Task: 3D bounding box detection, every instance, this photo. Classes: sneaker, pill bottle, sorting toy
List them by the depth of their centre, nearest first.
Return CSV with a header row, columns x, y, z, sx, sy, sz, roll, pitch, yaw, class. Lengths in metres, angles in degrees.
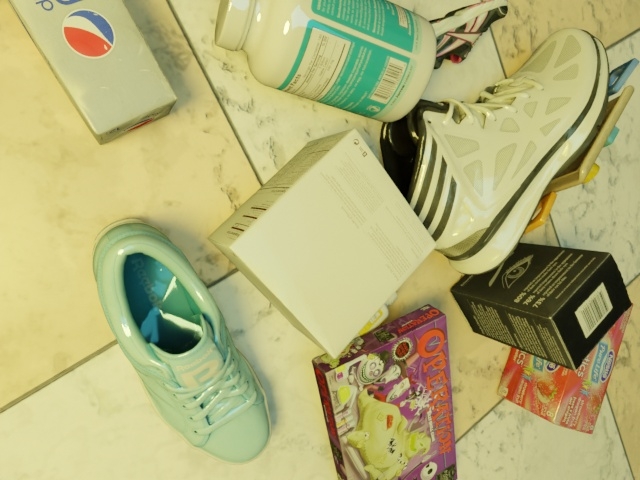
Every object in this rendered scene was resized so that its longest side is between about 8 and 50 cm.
x,y,z,sx,sy,sz,roll,pitch,yaw,class
-0.159,0.148,0.512,0.135,0.150,0.366,-34,107,-17,sneaker
0.005,-0.255,0.552,0.264,0.146,0.146,10,91,-25,pill bottle
0.063,0.112,0.656,0.116,0.065,0.065,-43,110,-15,pill bottle
0.260,-0.192,0.660,0.257,0.169,0.448,33,84,-25,sneaker
0.226,-0.332,0.697,0.178,0.072,0.077,-26,117,-12,sneaker
0.434,-0.142,0.734,0.047,0.196,0.348,34,80,1,sorting toy

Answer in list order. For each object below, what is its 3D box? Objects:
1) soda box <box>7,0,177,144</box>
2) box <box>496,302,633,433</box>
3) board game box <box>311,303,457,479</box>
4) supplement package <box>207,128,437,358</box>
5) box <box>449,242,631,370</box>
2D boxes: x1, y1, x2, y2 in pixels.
x,y,z,sx,sy,sz,roll,pitch,yaw,class
-0.273,-0.255,0.457,0.098,0.091,0.286,-33,107,-19,soda box
0.456,0.206,0.807,0.122,0.128,0.257,23,85,-24,box
0.115,0.291,0.671,0.208,0.056,0.347,-22,115,-25,board game box
0.000,0.000,0.570,0.203,0.149,0.194,-45,110,-14,supplement package
0.349,0.093,0.705,0.153,0.207,0.108,-38,109,-15,box
